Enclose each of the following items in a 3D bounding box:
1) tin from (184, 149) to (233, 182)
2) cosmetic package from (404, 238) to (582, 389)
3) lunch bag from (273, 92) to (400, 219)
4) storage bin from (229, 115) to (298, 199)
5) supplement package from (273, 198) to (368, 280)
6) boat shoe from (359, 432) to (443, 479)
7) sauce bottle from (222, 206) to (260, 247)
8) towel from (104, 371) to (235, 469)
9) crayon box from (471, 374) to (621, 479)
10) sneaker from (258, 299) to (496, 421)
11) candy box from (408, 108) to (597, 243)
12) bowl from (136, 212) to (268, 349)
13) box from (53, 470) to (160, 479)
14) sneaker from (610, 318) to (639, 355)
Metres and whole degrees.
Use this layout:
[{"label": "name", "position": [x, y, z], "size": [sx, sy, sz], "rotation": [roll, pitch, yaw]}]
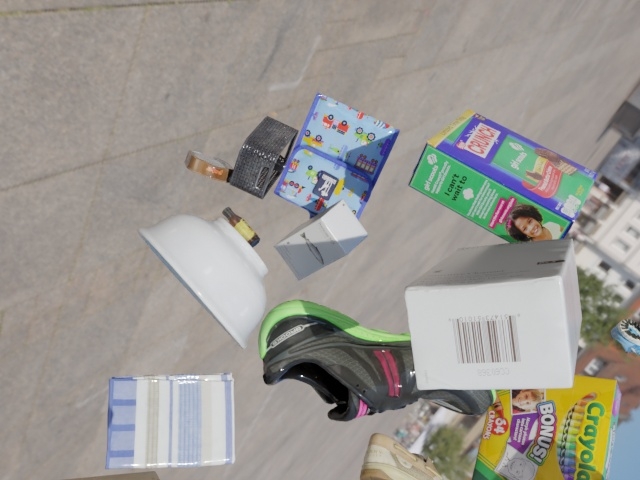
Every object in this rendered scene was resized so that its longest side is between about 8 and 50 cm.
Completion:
[{"label": "tin", "position": [-0.258, -0.174, 1.643], "size": [0.040, 0.106, 0.190], "rotation": [-66, -161, 7]}, {"label": "cosmetic package", "position": [0.286, 0.101, 1.098], "size": [0.385, 0.217, 0.156], "rotation": [-24, 107, -68]}, {"label": "lunch bag", "position": [0.032, -0.181, 1.753], "size": [0.138, 0.221, 0.293], "rotation": [-87, -159, -87]}, {"label": "storage bin", "position": [-0.127, -0.190, 1.603], "size": [0.180, 0.084, 0.122], "rotation": [-64, 179, -56]}, {"label": "supplement package", "position": [0.000, 0.000, 1.626], "size": [0.179, 0.105, 0.105], "rotation": [-31, -173, 43]}, {"label": "boat shoe", "position": [0.220, 0.529, 1.570], "size": [0.122, 0.341, 0.110], "rotation": [-16, -132, 36]}, {"label": "sauce bottle", "position": [-0.211, -0.037, 1.860], "size": [0.042, 0.128, 0.042], "rotation": [-38, 163, -13]}, {"label": "towel", "position": [-0.329, 0.401, 1.576], "size": [0.285, 0.209, 0.034], "rotation": [2, 155, -17]}, {"label": "crayon box", "position": [0.588, 0.524, 1.835], "size": [0.106, 0.313, 0.362], "rotation": [50, 51, -44]}, {"label": "sneaker", "position": [0.104, 0.276, 1.389], "size": [0.185, 0.483, 0.202], "rotation": [111, -7, -57]}, {"label": "candy box", "position": [0.379, -0.125, 1.454], "size": [0.268, 0.317, 0.122], "rotation": [-41, 156, -52]}, {"label": "bowl", "position": [-0.192, 0.051, 1.309], "size": [0.134, 0.298, 0.298], "rotation": [-41, 163, -11]}, {"label": "box", "position": [-0.485, 0.574, 1.458], "size": [0.311, 0.148, 0.121], "rotation": [3, 97, -27]}, {"label": "sneaker", "position": [0.797, 0.259, 1.761], "size": [0.063, 0.162, 0.073], "rotation": [-51, 179, -33]}]
